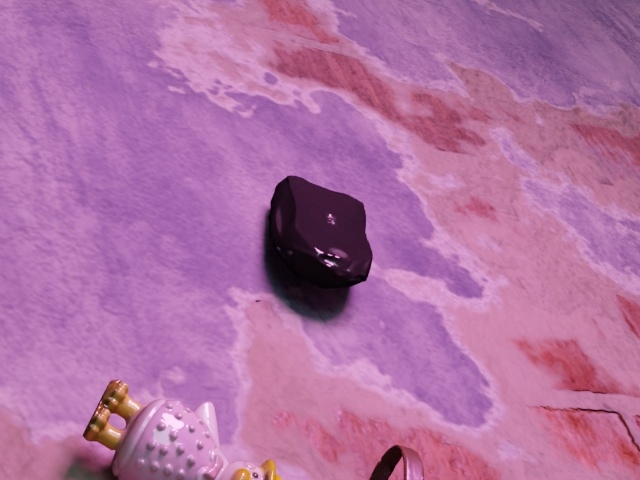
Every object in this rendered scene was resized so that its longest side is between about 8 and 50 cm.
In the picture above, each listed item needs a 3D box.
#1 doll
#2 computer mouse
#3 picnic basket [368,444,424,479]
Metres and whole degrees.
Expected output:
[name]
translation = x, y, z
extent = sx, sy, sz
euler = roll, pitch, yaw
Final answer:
[doll]
translation = -0.109, 0.199, 1.131
extent = 0.207, 0.081, 0.129
euler = 30, 50, -1
[computer mouse]
translation = 0.000, 0.000, 1.515
extent = 0.122, 0.073, 0.217
euler = 23, 25, -14
[picnic basket]
translation = 0.056, 0.261, 1.120
extent = 0.138, 0.128, 0.178
euler = 24, 41, -11
